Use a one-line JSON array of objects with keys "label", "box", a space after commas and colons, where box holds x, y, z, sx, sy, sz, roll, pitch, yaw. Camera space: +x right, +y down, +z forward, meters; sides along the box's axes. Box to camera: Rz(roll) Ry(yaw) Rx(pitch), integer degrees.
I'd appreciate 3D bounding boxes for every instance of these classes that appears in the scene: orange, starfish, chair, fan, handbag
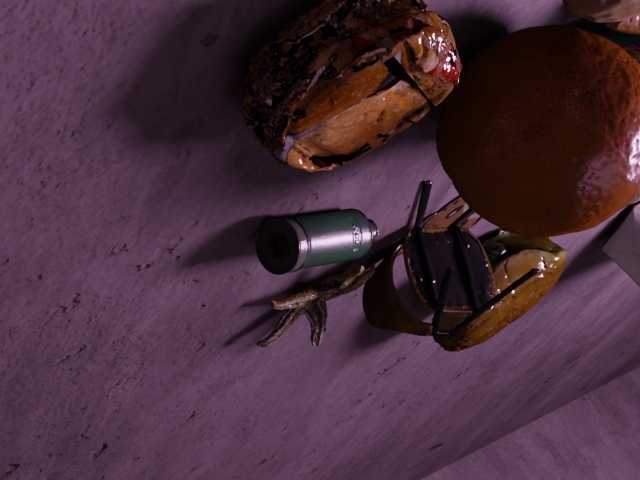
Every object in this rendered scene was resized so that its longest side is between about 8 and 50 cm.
[{"label": "orange", "box": [0.266, -0.126, 1.334, 0.264, 0.264, 0.264, -29, 157, -14]}, {"label": "starfish", "box": [-0.015, 0.092, 1.634, 0.208, 0.053, 0.176, -47, 155, 19]}, {"label": "chair", "box": [0.179, 0.039, 1.653, 0.172, 0.158, 0.247, -1, 148, -19]}, {"label": "fan", "box": [0.248, -0.058, 1.762, 0.227, 0.008, 0.152, -34, 157, 0]}, {"label": "handbag", "box": [0.764, -0.016, 2.387, 0.298, 0.171, 0.151, -22, 152, -38]}]

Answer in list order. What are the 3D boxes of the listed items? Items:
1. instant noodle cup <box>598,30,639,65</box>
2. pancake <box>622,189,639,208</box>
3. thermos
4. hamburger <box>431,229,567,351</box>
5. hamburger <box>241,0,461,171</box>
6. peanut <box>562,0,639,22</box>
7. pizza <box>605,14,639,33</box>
[{"label": "instant noodle cup", "box": [0.426, -0.180, 1.490, 0.190, 0.251, 0.251, -11, 149, -27]}, {"label": "pancake", "box": [0.588, -0.128, 2.078, 0.288, 0.033, 0.286, -31, 156, -10]}, {"label": "thermos", "box": [0.004, 0.001, 1.449, 0.188, 0.073, 0.083, -9, 145, -48]}, {"label": "hamburger", "box": [0.314, 0.084, 1.982, 0.285, 0.134, 0.265, -29, 156, -8]}, {"label": "hamburger", "box": [0.029, -0.161, 1.118, 0.231, 0.106, 0.231, -29, 162, -11]}, {"label": "peanut", "box": [0.385, -0.341, 1.242, 0.298, 0.120, 0.136, -33, -178, -8]}, {"label": "pizza", "box": [0.464, -0.337, 1.391, 0.246, 0.058, 0.127, -46, 120, 11]}]
